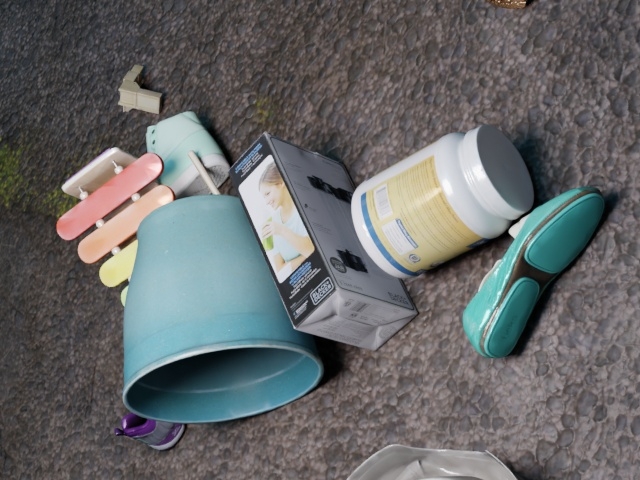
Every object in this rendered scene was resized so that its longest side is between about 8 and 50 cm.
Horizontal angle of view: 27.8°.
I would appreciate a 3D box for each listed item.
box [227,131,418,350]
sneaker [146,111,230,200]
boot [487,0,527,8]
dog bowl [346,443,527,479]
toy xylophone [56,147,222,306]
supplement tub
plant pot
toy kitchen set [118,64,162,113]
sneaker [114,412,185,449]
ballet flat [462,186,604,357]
[{"bbox_3d":[0.000,0.000,1.762,0.087,0.169,0.290,-44,51,25],"label":"box"},{"bbox_3d":[-0.266,-0.098,2.094,0.256,0.094,0.151,-38,56,17],"label":"sneaker"},{"bbox_3d":[0.233,-0.368,1.760,0.158,0.059,0.084,34,94,45],"label":"boot"},{"bbox_3d":[0.147,0.408,1.519,0.349,0.102,0.348,-17,63,38],"label":"dog bowl"},{"bbox_3d":[-0.245,-0.005,1.972,0.236,0.081,0.322,-42,78,13],"label":"toy xylophone"},{"bbox_3d":[0.155,-0.050,1.649,0.200,0.144,0.144,-28,57,33],"label":"supplement tub"},{"bbox_3d":[-0.150,0.087,1.789,0.272,0.272,0.255,-30,58,32],"label":"plant pot"},{"bbox_3d":[-0.303,-0.248,2.235,0.083,0.075,0.068,-70,-8,-49],"label":"toy kitchen set"},{"bbox_3d":[-0.217,0.215,1.929,0.083,0.098,0.223,39,102,44],"label":"sneaker"},{"bbox_3d":[0.248,0.026,1.583,0.247,0.083,0.087,-58,36,9],"label":"ballet flat"}]
